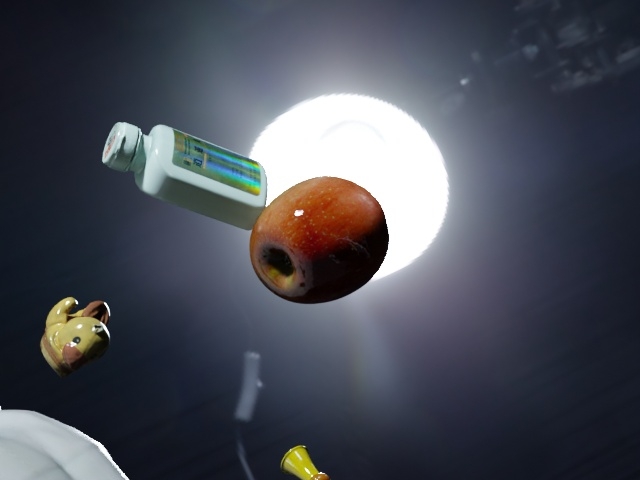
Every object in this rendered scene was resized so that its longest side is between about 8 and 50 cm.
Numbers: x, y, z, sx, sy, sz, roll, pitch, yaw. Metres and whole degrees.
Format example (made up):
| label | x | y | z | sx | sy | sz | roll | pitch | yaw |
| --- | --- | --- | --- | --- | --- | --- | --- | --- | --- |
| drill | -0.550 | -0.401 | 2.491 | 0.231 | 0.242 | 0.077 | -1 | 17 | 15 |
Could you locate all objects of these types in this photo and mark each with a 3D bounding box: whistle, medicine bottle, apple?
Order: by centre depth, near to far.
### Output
| label | x | y | z | sx | sy | sz | roll | pitch | yaw |
| --- | --- | --- | --- | --- | --- | --- | --- | --- | --- |
| whistle | -0.001 | 0.328 | 1.425 | 0.109 | 0.046 | 0.057 | 39 | -20 | 36 |
| apple | 0.000 | 0.000 | 1.484 | 0.181 | 0.168 | 0.181 | 23 | -53 | 34 |
| medicine bottle | -0.190 | -0.099 | 1.509 | 0.229 | 0.083 | 0.121 | 19 | 35 | -22 |

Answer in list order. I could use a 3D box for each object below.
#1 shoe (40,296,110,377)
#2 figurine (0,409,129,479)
| label | x | y | z | sx | sy | sz | roll | pitch | yaw |
| --- | --- | --- | --- | --- | --- | --- | --- | --- | --- |
| shoe | -0.254 | 0.095 | 1.113 | 0.072 | 0.069 | 0.109 | 54 | -1 | 1 |
| figurine | -0.185 | 0.189 | 0.501 | 0.133 | 0.236 | 0.176 | 39 | 14 | 9 |
